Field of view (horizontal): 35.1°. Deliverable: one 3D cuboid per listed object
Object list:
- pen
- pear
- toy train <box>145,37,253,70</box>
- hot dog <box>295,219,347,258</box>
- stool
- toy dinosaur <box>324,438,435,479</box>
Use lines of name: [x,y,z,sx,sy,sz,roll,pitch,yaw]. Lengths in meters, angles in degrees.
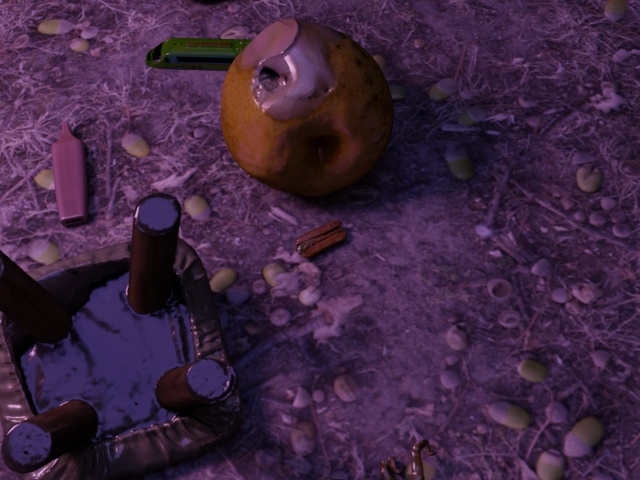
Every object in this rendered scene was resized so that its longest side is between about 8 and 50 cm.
pen: [-0.392,-0.109,1.576,0.053,0.032,0.197,-11,59,-2]
pear: [-0.023,-0.199,1.495,0.271,0.271,0.271,-2,56,3]
toy train: [-0.194,-0.315,1.689,0.209,0.042,0.044,3,56,6]
hot dog: [0.000,0.000,1.476,0.083,0.021,0.037,-24,78,-14]
stool: [-0.272,0.131,1.247,0.310,0.226,0.310,-18,73,-8]
toy dinosaur: [0.102,0.321,1.242,0.162,0.039,0.126,-20,58,-7]
